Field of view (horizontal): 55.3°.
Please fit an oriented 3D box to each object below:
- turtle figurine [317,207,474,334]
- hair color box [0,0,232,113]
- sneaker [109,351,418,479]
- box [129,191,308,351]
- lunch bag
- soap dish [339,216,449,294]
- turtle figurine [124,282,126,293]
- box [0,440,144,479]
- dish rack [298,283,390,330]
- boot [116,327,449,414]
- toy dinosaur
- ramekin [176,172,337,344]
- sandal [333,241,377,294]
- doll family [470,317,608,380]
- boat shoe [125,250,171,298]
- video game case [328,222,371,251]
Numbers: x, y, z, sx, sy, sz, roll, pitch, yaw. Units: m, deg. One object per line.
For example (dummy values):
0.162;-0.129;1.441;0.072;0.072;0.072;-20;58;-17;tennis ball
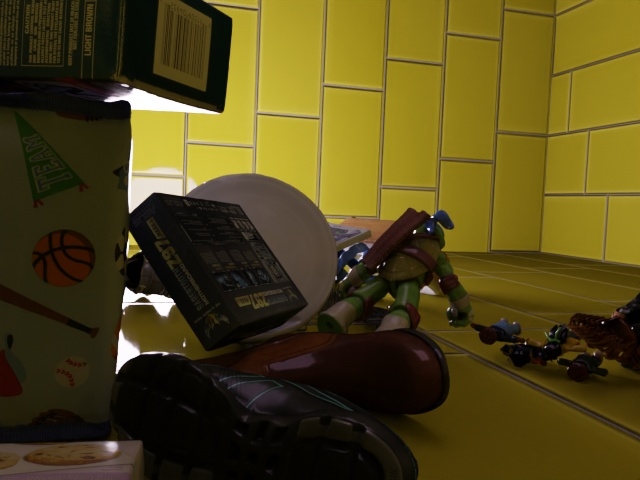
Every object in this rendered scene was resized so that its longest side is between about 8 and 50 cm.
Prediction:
0.121;0.107;0.947;0.198;0.274;0.266;40;45;8;turtle figurine
-0.283;-0.197;0.614;0.347;0.105;0.174;8;4;21;hair color box
-0.050;0.158;0.491;0.267;0.101;0.106;13;-3;23;sneaker
-0.121;0.034;0.775;0.059;0.183;0.233;-39;-10;14;box
-0.354;0.011;0.683;0.239;0.327;0.385;6;2;-25;lunch bag
0.185;0.036;1.630;0.291;0.118;0.229;7;-26;50;soap dish
-0.528;0.079;1.244;0.234;0.118;0.175;9;4;10;turtle figurine
-0.272;0.161;0.357;0.324;0.063;0.067;2;2;-8;box
0.016;0.121;1.171;0.272;0.074;0.208;2;4;-7;dish rack
-0.046;0.140;0.624;0.280;0.096;0.264;-1;5;-36;boot
0.473;0.120;0.828;0.322;0.218;0.164;-15;57;-39;toy dinosaur
-0.119;0.040;0.964;0.273;0.272;0.127;1;-24;-18;ramekin
0.027;0.069;1.557;0.317;0.138;0.126;3;5;36;sandal
0.313;0.153;0.887;0.193;0.076;0.111;-1;5;36;doll family
-0.382;0.067;1.330;0.091;0.109;0.305;18;-8;-30;boat shoe
0.000;0.000;1.509;0.190;0.022;0.173;-23;21;-34;video game case
